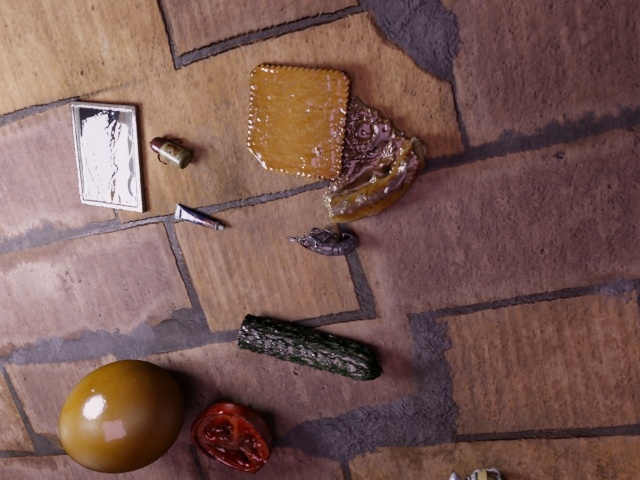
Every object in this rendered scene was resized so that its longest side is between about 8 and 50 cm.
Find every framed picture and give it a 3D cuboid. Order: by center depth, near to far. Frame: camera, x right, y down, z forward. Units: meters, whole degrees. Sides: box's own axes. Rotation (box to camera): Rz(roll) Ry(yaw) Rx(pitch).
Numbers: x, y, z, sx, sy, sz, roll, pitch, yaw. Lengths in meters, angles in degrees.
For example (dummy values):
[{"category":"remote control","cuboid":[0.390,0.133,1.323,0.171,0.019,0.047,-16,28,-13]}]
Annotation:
[{"category":"framed picture","cuboid":[-0.524,-0.205,1.457,0.192,0.018,0.265,7,111,17]}]

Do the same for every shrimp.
[{"category":"shrimp","cuboid":[0.000,0.000,1.324,0.165,0.065,0.056,14,148,12]}]

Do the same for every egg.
[{"category":"egg","cuboid":[-0.517,0.459,1.539,0.351,0.282,0.282,-29,97,24]}]

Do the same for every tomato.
[{"category":"tomato","cuboid":[-0.222,0.506,1.561,0.228,0.101,0.227,9,119,16]}]

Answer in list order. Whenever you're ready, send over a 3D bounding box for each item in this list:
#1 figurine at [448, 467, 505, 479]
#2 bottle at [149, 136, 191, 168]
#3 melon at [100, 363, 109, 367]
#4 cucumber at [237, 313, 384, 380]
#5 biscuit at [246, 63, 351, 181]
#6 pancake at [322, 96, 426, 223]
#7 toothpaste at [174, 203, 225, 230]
[{"category":"figurine","cuboid":[0.374,0.622,1.387,0.184,0.128,0.208,-40,101,23]},{"category":"bottle","cuboid":[-0.355,-0.208,1.381,0.101,0.063,0.047,30,143,10]},{"category":"melon","cuboid":[-0.616,0.402,1.682,0.098,0.054,0.182,30,116,0]},{"category":"cucumber","cuboid":[-0.020,0.258,1.410,0.360,0.096,0.096,11,112,12]},{"category":"biscuit","cuboid":[-0.053,-0.253,1.262,0.237,0.013,0.232,11,106,22]},{"category":"pancake","cuboid":[0.086,-0.172,1.239,0.266,0.057,0.244,-20,100,25]},{"category":"toothpaste","cuboid":[-0.294,-0.051,1.431,0.140,0.021,0.037,19,109,14]}]
